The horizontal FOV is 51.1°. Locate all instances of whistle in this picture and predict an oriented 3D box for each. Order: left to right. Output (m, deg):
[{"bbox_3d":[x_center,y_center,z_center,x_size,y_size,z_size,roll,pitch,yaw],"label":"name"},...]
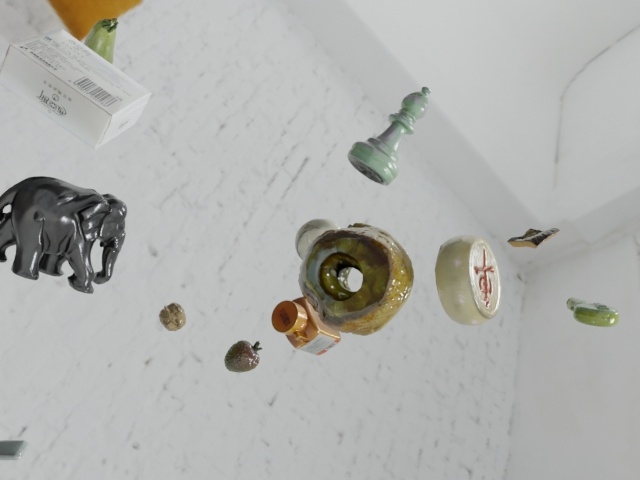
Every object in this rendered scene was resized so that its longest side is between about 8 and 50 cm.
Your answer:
[{"bbox_3d":[0.673,0.172,1.683,0.198,0.104,0.057,-94,-172,-82],"label":"whistle"}]

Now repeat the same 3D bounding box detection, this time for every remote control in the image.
[{"bbox_3d":[-0.744,0.465,1.491,0.184,0.027,0.050,-4,-151,9],"label":"remote control"}]

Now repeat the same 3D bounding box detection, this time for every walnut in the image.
[{"bbox_3d":[-0.455,0.233,2.061,0.079,0.082,0.096,-34,-134,-5],"label":"walnut"}]

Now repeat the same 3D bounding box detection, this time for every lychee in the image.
[{"bbox_3d":[-0.269,0.405,2.345,0.147,0.114,0.114,-31,-165,-6],"label":"lychee"}]

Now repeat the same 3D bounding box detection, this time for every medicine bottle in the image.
[{"bbox_3d":[-0.049,0.262,2.101,0.112,0.222,0.149,-38,-126,18],"label":"medicine bottle"}]

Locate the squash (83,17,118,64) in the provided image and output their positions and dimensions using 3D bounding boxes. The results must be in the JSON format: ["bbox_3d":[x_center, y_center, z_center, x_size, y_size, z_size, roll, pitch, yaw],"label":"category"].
[{"bbox_3d":[-0.617,-0.574,1.915,0.224,0.094,0.094,-30,-158,56],"label":"squash"}]

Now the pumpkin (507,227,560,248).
[{"bbox_3d":[0.476,-0.001,1.490,0.073,0.035,0.101,-23,-169,-18],"label":"pumpkin"}]

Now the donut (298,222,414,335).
[{"bbox_3d":[0.082,0.105,1.836,0.330,0.329,0.160,-36,157,31],"label":"donut"}]

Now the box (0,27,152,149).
[{"bbox_3d":[-0.576,-0.362,1.586,0.116,0.274,0.203,-52,-173,31],"label":"box"}]

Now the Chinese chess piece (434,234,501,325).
[{"bbox_3d":[0.409,0.107,1.831,0.097,0.250,0.250,-10,-145,35],"label":"Chinese chess piece"}]

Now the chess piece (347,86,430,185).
[{"bbox_3d":[0.194,-0.283,1.704,0.271,0.139,0.139,-55,-163,-4],"label":"chess piece"}]

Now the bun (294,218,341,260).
[{"bbox_3d":[0.000,0.000,2.268,0.173,0.173,0.119,-39,-158,20],"label":"bun"}]

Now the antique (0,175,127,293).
[{"bbox_3d":[-0.642,-0.026,1.663,0.185,0.322,0.254,22,-91,57],"label":"antique"}]
